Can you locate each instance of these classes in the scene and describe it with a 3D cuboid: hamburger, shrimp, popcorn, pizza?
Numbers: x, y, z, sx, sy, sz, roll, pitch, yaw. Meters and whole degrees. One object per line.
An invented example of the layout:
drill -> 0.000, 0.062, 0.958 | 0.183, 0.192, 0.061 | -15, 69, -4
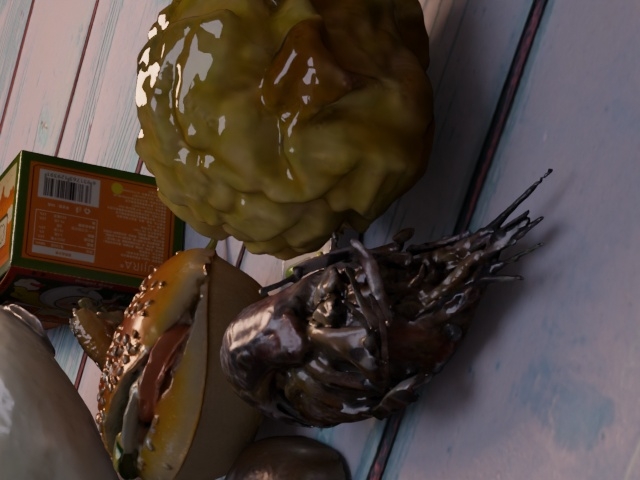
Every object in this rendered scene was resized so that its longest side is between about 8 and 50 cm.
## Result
hamburger -> -0.123, 0.115, 1.412 | 0.237, 0.147, 0.237 | -165, 90, -79
shrimp -> 0.042, 0.047, 1.129 | 0.343, 0.145, 0.116 | -36, 13, 44
popcorn -> -0.040, -0.117, 1.227 | 0.332, 0.225, 0.265 | 152, 131, -71
pizza -> -0.182, 0.122, 1.631 | 0.052, 0.185, 0.195 | -38, 6, 7

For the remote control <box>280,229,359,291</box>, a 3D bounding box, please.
remote control -> 0.000, 0.000, 1.352 | 0.103, 0.034, 0.250 | -24, 59, 61

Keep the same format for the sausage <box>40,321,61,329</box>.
sausage -> -0.406, 0.068, 2.102 | 0.304, 0.121, 0.121 | -12, 69, 63

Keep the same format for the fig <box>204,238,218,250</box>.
fig -> -0.141, 0.038, 1.576 | 0.093, 0.093, 0.166 | -27, 57, 60

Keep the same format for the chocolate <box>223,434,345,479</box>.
chocolate -> -0.055, 0.288, 1.295 | 0.157, 0.080, 0.254 | 6, 86, 66

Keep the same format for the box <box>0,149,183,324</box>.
box -> -0.275, 0.010, 1.749 | 0.177, 0.195, 0.148 | -34, 50, 56

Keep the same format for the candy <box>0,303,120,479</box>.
candy -> -0.354, 0.249, 1.675 | 0.386, 0.186, 0.427 | 57, 144, 9
